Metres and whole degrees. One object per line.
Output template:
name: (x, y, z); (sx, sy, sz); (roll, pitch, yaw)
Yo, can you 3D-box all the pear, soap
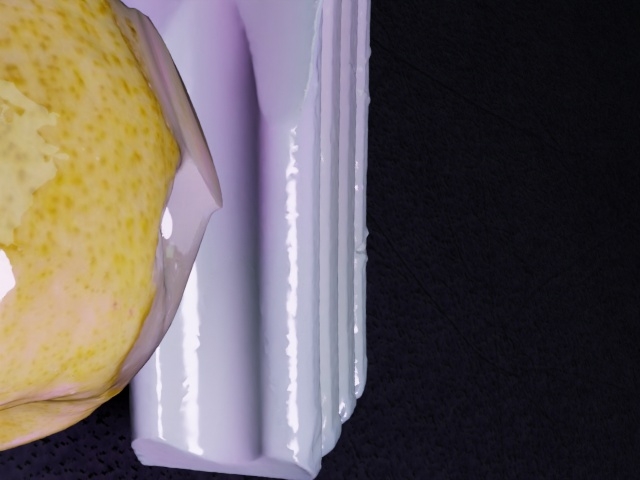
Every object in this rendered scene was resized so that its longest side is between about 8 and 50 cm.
pear: (-0.182, -0.029, 0.491); (0.271, 0.271, 0.271); (32, 47, -43)
soap: (-0.038, -0.047, 0.682); (0.208, 0.115, 0.347); (-44, 135, -76)
